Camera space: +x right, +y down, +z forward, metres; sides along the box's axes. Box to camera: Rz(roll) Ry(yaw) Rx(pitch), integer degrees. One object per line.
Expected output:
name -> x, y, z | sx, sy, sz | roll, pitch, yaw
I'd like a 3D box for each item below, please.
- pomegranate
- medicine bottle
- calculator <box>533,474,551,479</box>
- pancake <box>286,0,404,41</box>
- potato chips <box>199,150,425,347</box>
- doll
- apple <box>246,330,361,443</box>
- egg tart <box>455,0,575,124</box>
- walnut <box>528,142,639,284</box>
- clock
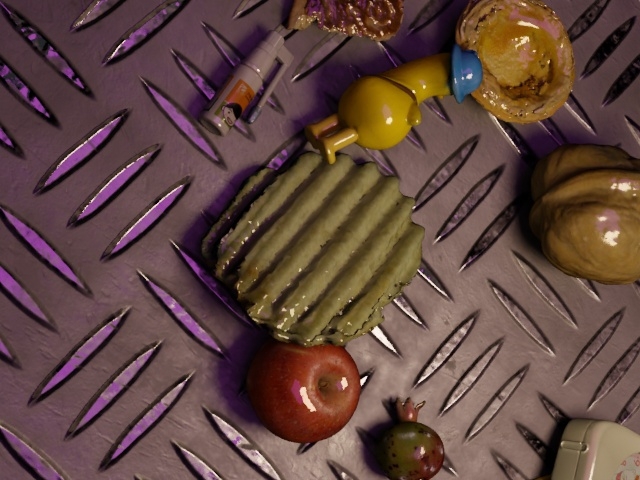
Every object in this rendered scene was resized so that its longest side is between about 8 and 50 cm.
pomegranate -> 0.171, 0.385, 1.457 | 0.129, 0.129, 0.159 | 34, 33, -13
medicine bottle -> -0.130, -0.285, 1.432 | 0.092, 0.061, 0.221 | 43, 73, -36
calculator -> 0.462, 0.556, 1.576 | 0.234, 0.032, 0.146 | -10, 89, -20
pancake -> 0.057, -0.500, 1.510 | 0.257, 0.056, 0.212 | -1, 93, -26
potato chips -> 0.000, 0.000, 1.406 | 0.358, 0.070, 0.429 | 39, 58, 5
doll -> 0.142, -0.272, 1.453 | 0.363, 0.199, 0.145 | -30, 137, -9
apple -> -0.035, 0.256, 1.366 | 0.201, 0.162, 0.201 | 10, 74, -37
egg tart -> 0.384, -0.371, 1.576 | 0.288, 0.118, 0.288 | 1, 87, -17
walnut -> 0.558, -0.056, 1.539 | 0.276, 0.253, 0.282 | 14, 83, -18
clock -> 0.607, 0.529, 1.566 | 0.324, 0.108, 0.265 | 30, 69, -24
